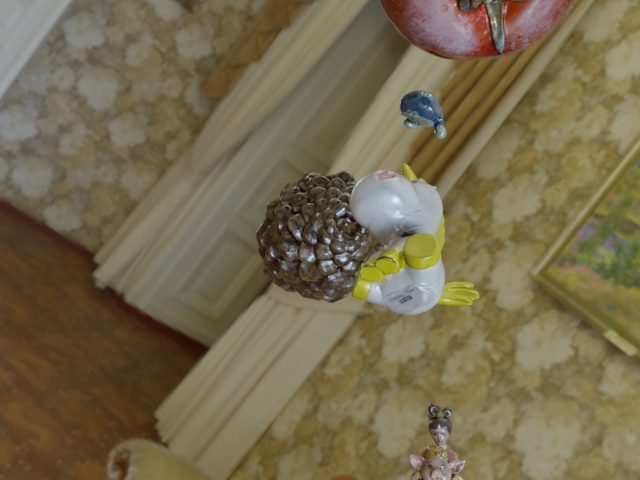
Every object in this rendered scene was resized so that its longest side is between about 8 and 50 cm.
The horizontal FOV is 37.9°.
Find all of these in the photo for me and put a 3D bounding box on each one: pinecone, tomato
[{"bbox_3d":[0.004,0.003,1.316,0.184,0.179,0.204,43,-28,6],"label":"pinecone"},{"bbox_3d":[0.195,-0.365,1.187,0.270,0.270,0.227,34,29,-34],"label":"tomato"}]

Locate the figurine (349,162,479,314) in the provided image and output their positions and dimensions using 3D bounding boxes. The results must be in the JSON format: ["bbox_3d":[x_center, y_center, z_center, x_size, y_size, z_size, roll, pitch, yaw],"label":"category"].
[{"bbox_3d":[0.087,-0.008,0.948,0.129,0.109,0.178,18,47,-34],"label":"figurine"}]

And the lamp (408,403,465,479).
[{"bbox_3d":[0.185,0.392,1.459,0.118,0.253,0.118,3,10,0],"label":"lamp"}]

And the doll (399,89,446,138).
[{"bbox_3d":[0.150,-0.193,1.391,0.076,0.050,0.083,18,-8,27],"label":"doll"}]
